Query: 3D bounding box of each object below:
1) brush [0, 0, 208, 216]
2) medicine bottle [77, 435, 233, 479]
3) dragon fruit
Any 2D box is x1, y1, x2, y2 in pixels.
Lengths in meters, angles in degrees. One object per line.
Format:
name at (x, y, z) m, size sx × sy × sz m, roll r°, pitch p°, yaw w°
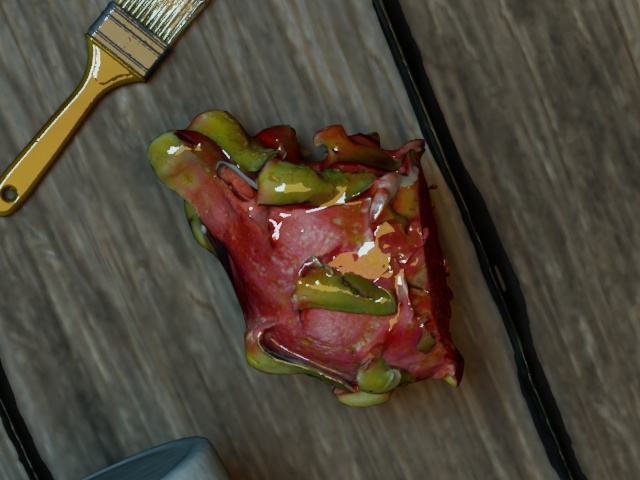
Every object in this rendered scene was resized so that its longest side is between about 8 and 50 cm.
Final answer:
brush at (-0.126, -0.082, 0.925) m, size 0.043 × 0.014 × 0.170 m, roll 39°, pitch 86°, yaw -11°
medicine bottle at (-0.074, 0.277, 0.847) m, size 0.245 × 0.245 × 0.306 m, roll -28°, pitch 93°, yaw -9°
dragon fruit at (0.000, 0.000, 0.905) m, size 0.208 × 0.133 × 0.150 m, roll 33°, pitch 91°, yaw -2°
